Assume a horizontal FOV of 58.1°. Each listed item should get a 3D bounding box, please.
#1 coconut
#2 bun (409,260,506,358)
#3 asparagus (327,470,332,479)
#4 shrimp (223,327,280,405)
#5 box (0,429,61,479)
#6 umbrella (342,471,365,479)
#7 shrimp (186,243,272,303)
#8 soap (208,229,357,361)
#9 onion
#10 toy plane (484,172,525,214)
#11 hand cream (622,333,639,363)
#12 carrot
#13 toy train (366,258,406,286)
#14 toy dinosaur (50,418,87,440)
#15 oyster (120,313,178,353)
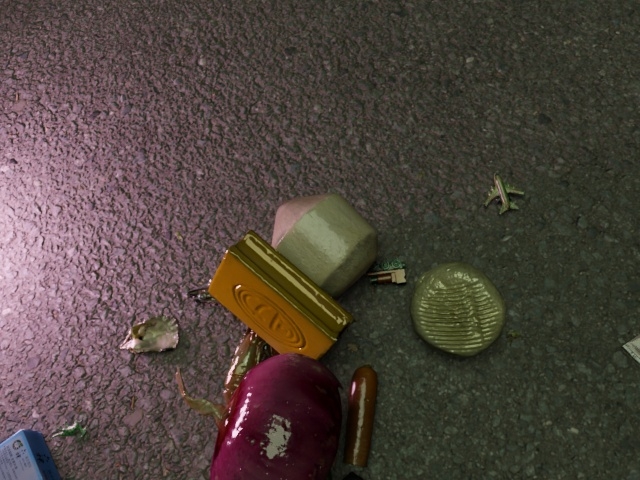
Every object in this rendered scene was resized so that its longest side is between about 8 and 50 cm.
[{"bbox_3d":[0.000,0.000,1.389,0.266,0.237,0.237,40,79,7],"label":"coconut"},{"bbox_3d":[0.313,0.156,1.333,0.220,0.134,0.221,2,95,21],"label":"bun"},{"bbox_3d":[0.003,0.500,1.310,0.025,0.021,0.108,-22,65,-2],"label":"asparagus"},{"bbox_3d":[-0.148,0.296,1.401,0.145,0.061,0.267,8,66,4],"label":"shrimp"},{"bbox_3d":[-0.706,0.589,1.368,0.142,0.083,0.232,-36,65,-5],"label":"box"},{"bbox_3d":[-0.005,0.642,1.217,0.094,0.090,0.326,34,78,17],"label":"umbrella"},{"bbox_3d":[-0.193,0.090,1.494,0.316,0.062,0.164,-9,63,2],"label":"shrimp"},{"bbox_3d":[-0.096,0.150,1.332,0.324,0.204,0.096,39,47,6],"label":"soap"},{"bbox_3d":[-0.114,0.412,1.176,0.344,0.358,0.358,-5,67,-8],"label":"onion"},{"bbox_3d":[0.464,-0.121,1.470,0.102,0.040,0.111,-15,65,2],"label":"toy plane"},{"bbox_3d":[0.780,0.190,1.295,0.216,0.038,0.052,-40,40,-3],"label":"hand cream"},{"bbox_3d":[0.093,0.394,1.313,0.067,0.067,0.225,4,71,12],"label":"carrot"},{"bbox_3d":[0.164,0.083,1.442,0.103,0.044,0.064,-6,78,7],"label":"toy train"},{"bbox_3d":[-0.620,0.478,1.432,0.062,0.021,0.083,34,76,8],"label":"toy dinosaur"},{"bbox_3d":[-0.431,0.250,1.476,0.121,0.045,0.146,34,70,24],"label":"oyster"}]
